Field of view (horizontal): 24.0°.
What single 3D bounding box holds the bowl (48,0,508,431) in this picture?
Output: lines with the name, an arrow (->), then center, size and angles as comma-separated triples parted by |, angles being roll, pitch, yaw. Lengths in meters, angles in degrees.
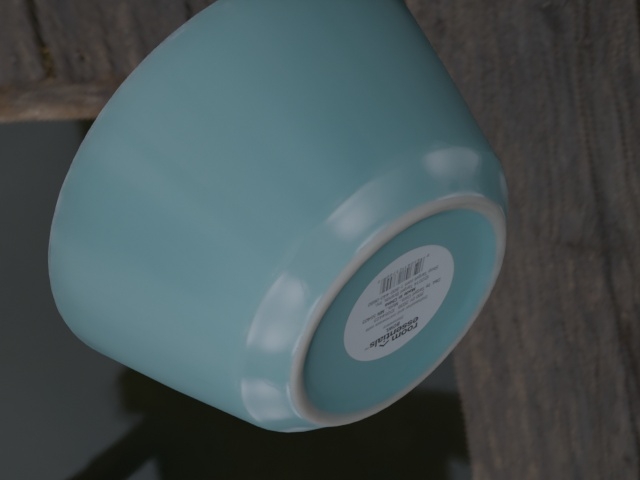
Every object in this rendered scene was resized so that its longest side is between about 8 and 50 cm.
bowl -> 0.000, 0.000, 0.958 | 0.163, 0.311, 0.311 | 42, 127, 32
